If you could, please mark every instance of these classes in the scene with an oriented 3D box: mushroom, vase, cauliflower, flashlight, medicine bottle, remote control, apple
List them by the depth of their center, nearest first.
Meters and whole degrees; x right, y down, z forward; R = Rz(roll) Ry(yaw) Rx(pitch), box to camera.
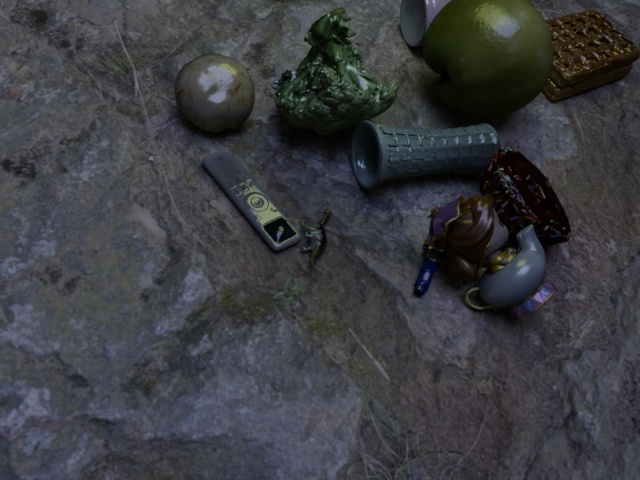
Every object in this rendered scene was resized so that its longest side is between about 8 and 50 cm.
[{"bbox_3d":[0.209,0.055,1.301,0.057,0.035,0.121,26,53,4],"label":"flashlight"},{"bbox_3d":[-0.137,-0.084,1.317,0.067,0.029,0.261,-29,67,-29],"label":"remote control"},{"bbox_3d":[-0.218,-0.304,1.397,0.166,0.127,0.166,3,78,-14],"label":"mushroom"},{"bbox_3d":[0.020,-0.355,1.409,0.272,0.250,0.275,-21,30,-28],"label":"cauliflower"},{"bbox_3d":[0.228,-0.186,1.419,0.299,0.143,0.143,-6,57,-21],"label":"vase"},{"bbox_3d":[0.376,-0.422,1.531,0.254,0.292,0.292,-32,67,-8],"label":"apple"},{"bbox_3d":[0.347,-0.573,1.711,0.254,0.152,0.152,-7,57,-19],"label":"medicine bottle"}]

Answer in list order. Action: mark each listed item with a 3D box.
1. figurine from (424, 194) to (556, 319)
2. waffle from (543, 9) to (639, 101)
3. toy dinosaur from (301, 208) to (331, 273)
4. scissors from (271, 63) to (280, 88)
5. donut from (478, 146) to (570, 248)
[{"bbox_3d":[0.315,0.022,1.266,0.189,0.142,0.263,-42,91,4],"label":"figurine"},{"bbox_3d":[0.670,-0.497,1.776,0.308,0.091,0.213,-20,62,-26],"label":"waffle"},{"bbox_3d":[-0.015,-0.004,1.287,0.058,0.037,0.180,11,53,-1],"label":"toy dinosaur"},{"bbox_3d":[-0.100,-0.378,1.550,0.036,0.006,0.083,-4,57,-15],"label":"scissors"},{"bbox_3d":[0.412,-0.082,1.375,0.235,0.089,0.235,30,39,-28],"label":"donut"}]
